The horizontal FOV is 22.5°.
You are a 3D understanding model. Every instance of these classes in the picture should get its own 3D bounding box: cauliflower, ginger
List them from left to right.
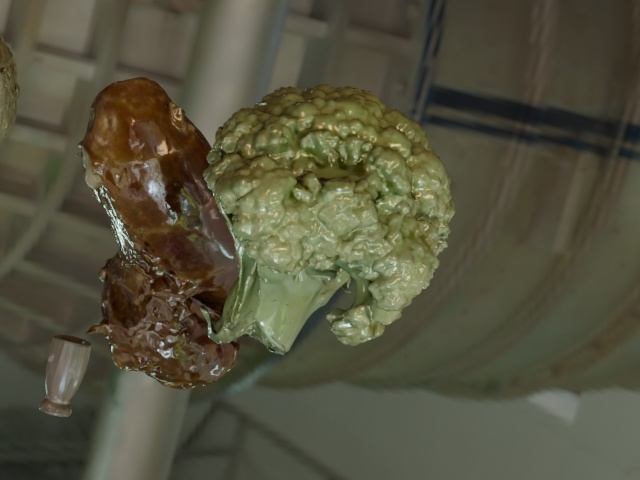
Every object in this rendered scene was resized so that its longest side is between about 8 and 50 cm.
[{"bbox_3d":[-0.187,0.008,1.894,0.254,0.418,0.176,-37,-140,-18],"label":"ginger"},{"bbox_3d":[0.014,-0.008,1.576,0.260,0.281,0.327,18,-159,42],"label":"cauliflower"}]

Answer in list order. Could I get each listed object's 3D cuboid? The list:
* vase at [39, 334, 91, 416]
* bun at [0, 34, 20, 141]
[{"bbox_3d":[-0.335,0.177,2.101,0.053,0.101,0.053,15,-176,-1],"label":"vase"},{"bbox_3d":[-0.400,-0.188,1.601,0.239,0.141,0.239,31,-176,-2],"label":"bun"}]
